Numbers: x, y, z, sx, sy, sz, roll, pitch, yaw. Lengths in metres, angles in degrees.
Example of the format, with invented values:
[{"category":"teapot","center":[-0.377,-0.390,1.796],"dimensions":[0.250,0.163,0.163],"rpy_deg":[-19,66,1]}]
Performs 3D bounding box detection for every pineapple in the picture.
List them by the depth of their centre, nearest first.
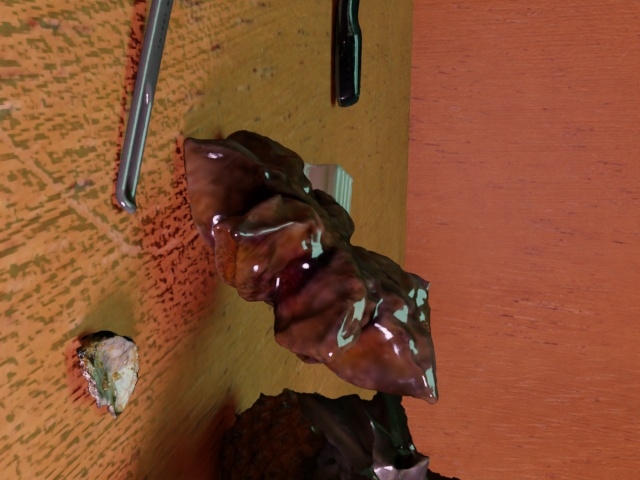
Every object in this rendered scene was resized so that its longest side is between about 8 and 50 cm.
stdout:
[{"category":"pineapple","center":[0.027,0.207,0.736],"dimensions":[0.364,0.166,0.165],"rpy_deg":[161,-64,-65]}]

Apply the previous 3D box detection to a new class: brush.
[{"category":"brush","center":[-0.123,-0.150,0.605],"dimensions":[0.062,0.027,0.266],"rpy_deg":[40,57,-76]}]

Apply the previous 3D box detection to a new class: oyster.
[{"category":"oyster","center":[-0.143,0.086,0.560],"dimensions":[0.083,0.019,0.054],"rpy_deg":[72,25,-67]}]

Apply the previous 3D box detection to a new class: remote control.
[{"category":"remote control","center":[0.045,-0.326,1.359],"dimensions":[0.072,0.042,0.221],"rpy_deg":[-41,133,-78]}]

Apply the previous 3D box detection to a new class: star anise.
[{"category":"star anise","center":[-0.001,0.021,0.748],"dimensions":[0.108,0.315,0.315],"rpy_deg":[-49,177,14]}]

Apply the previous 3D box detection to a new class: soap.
[{"category":"soap","center":[0.000,0.000,1.151],"dimensions":[0.119,0.067,0.198],"rpy_deg":[23,70,-77]}]
